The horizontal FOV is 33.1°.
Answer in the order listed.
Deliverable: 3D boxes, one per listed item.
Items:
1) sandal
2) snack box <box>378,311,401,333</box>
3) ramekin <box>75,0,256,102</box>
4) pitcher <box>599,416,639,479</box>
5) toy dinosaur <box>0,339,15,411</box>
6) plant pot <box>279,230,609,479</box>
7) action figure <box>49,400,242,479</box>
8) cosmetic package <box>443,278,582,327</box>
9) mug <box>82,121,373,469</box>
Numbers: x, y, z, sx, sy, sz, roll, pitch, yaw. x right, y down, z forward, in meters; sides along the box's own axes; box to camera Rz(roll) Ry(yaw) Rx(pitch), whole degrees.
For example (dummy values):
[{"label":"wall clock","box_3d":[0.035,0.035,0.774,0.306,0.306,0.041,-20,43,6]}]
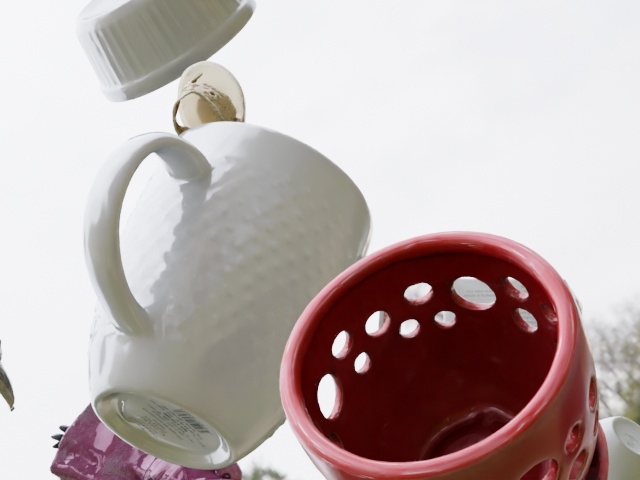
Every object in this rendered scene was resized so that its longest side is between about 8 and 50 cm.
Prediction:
[{"label":"sandal","box_3d":[-0.138,-0.146,1.286,0.088,0.240,0.079,-23,-33,12]},{"label":"snack box","box_3d":[0.090,0.135,1.419,0.064,0.022,0.178,-7,-78,-75]},{"label":"ramekin","box_3d":[-0.241,-0.334,1.606,0.273,0.273,0.127,-37,-64,-6]},{"label":"pitcher","box_3d":[0.480,0.404,1.792,0.207,0.178,0.125,-58,-1,32]},{"label":"toy dinosaur","box_3d":[-0.472,0.175,1.485,0.118,0.064,0.268,-70,-21,-52]},{"label":"plant pot","box_3d":[0.089,0.118,0.705,0.191,0.191,0.174,-35,-48,-11]},{"label":"action figure","box_3d":[-0.212,0.354,1.539,0.248,0.370,0.276,-57,-38,-8]},{"label":"cosmetic package","box_3d":[0.286,0.250,1.654,0.155,0.197,0.365,39,-124,-60]},{"label":"mug","box_3d":[-0.134,0.045,1.193,0.374,0.276,0.328,58,-138,-41]}]
